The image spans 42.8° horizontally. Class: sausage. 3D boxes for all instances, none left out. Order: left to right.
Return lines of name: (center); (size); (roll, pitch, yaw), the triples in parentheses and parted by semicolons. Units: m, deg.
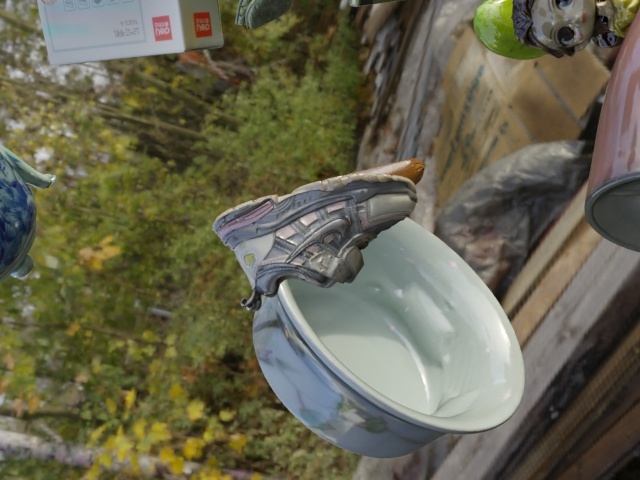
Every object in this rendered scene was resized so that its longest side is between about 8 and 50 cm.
sausage: (0.108, -0.104, 1.490); (0.054, 0.183, 0.062); (-107, 4, -63)

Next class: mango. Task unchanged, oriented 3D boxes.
mango: (0.339, -0.362, 1.387); (0.089, 0.163, 0.117); (-152, 45, -72)

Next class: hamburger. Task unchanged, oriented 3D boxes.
hamburger: (-0.104, -0.440, 1.492); (0.121, 0.054, 0.084); (-36, -12, -17)

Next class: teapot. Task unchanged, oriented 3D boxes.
teapot: (-0.341, -0.007, 0.796); (0.159, 0.159, 0.232); (124, 165, -54)

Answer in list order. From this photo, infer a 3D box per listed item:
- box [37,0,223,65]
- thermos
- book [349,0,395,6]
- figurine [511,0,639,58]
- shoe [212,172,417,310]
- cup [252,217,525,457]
box: (-0.255, -0.305, 1.062); (0.079, 0.269, 0.135); (-24, -68, -52)
thermos: (0.307, -0.126, 0.662); (0.176, 0.146, 0.265); (48, -129, -52)
book: (0.159, -0.689, 1.738); (0.035, 0.239, 0.352); (25, 125, 42)
figurine: (0.390, -0.284, 0.990); (0.187, 0.315, 0.168); (59, -141, -49)
shoe: (0.000, 0.000, 0.704); (0.089, 0.180, 0.092); (27, -130, -82)
cup: (0.056, 0.121, 0.979); (0.163, 0.347, 0.347); (-53, 23, 32)
